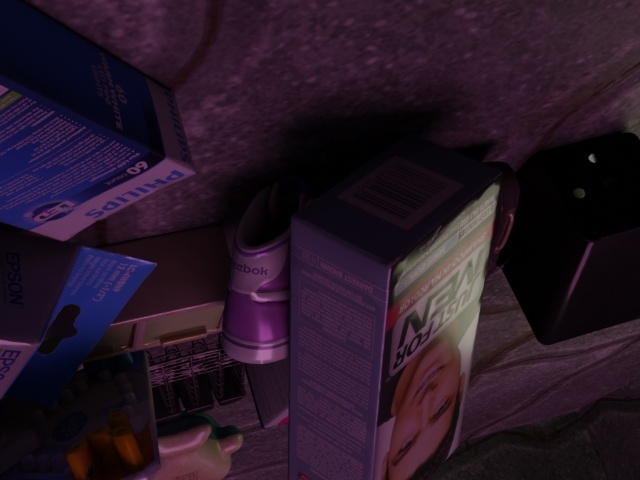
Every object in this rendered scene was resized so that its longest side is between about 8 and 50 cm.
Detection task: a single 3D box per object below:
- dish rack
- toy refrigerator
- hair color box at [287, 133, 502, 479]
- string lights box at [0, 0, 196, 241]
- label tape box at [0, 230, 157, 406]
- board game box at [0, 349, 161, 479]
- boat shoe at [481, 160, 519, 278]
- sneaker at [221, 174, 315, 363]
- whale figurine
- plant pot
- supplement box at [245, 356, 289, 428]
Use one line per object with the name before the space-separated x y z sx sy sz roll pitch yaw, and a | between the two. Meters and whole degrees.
dish rack | -0.199 0.188 1.387 0.208 0.074 0.271 -16 158 -12
toy refrigerator | -0.224 0.069 1.018 0.269 0.094 0.102 -12 158 -20
hair color box | 0.066 0.106 0.993 0.185 0.113 0.374 -36 142 -39
string lights box | -0.211 -0.081 0.665 0.133 0.077 0.259 -25 159 18
label tape box | -0.332 0.099 0.804 0.347 0.115 0.249 12 137 -34
board game box | -0.366 0.218 1.033 0.390 0.050 0.390 -20 -167 -8
boat shoe | 0.159 0.020 1.175 0.130 0.132 0.355 -17 160 -9
sneaker | 0.001 0.000 1.031 0.102 0.161 0.282 13 -155 23
whale figurine | -0.234 0.318 1.595 0.216 0.141 0.272 -14 155 -12
plant pot | 0.321 -0.016 1.172 0.188 0.187 0.167 -14 148 -12
supplement box | -0.014 0.187 1.483 0.111 0.114 0.220 -6 154 -29
